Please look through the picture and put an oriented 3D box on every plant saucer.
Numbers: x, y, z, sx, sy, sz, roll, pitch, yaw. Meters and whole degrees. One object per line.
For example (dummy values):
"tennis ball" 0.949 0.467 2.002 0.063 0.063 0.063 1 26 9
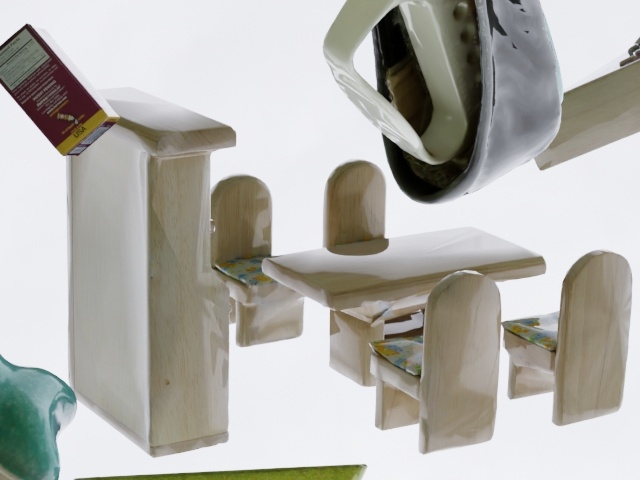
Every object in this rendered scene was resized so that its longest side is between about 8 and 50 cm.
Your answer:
"plant saucer" -0.073 0.179 1.208 0.188 0.188 0.045 -2 -98 -9

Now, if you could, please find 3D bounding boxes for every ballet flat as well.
"ballet flat" 0.038 -0.115 0.701 0.096 0.280 0.095 -43 -132 -20

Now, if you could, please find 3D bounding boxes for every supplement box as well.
"supplement box" -0.180 -0.100 1.195 0.043 0.055 0.083 -40 -90 5

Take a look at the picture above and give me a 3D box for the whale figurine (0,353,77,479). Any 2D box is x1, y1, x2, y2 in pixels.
"whale figurine" -0.269 0.056 1.083 0.272 0.141 0.216 24 -155 -9

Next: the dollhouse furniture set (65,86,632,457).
"dollhouse furniture set" 0.000 0.000 1.480 0.394 0.256 0.362 -9 -161 -31

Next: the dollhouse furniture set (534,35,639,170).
"dollhouse furniture set" 0.226 -0.250 1.278 0.286 0.303 0.198 -22 -172 44
